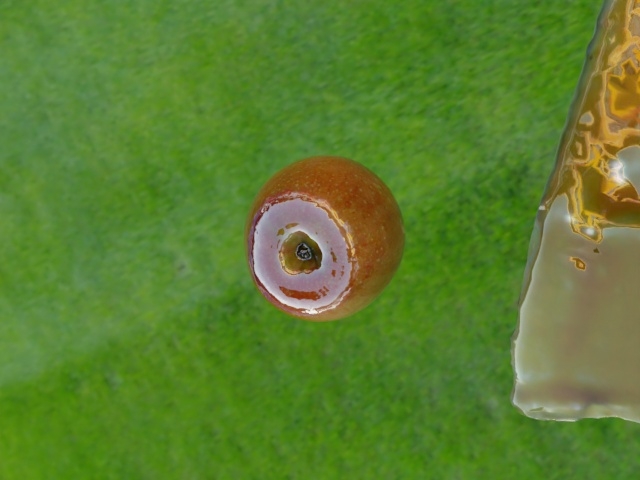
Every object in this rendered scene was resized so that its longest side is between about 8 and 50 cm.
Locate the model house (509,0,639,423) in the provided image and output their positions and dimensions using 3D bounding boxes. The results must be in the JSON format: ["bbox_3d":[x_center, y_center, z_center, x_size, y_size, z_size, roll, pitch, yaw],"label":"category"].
[{"bbox_3d":[0.234,-0.018,0.610,0.239,0.268,0.173,11,167,29],"label":"model house"}]

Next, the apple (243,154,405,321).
[{"bbox_3d":[0.000,0.000,1.428,0.181,0.168,0.180,5,107,18],"label":"apple"}]
